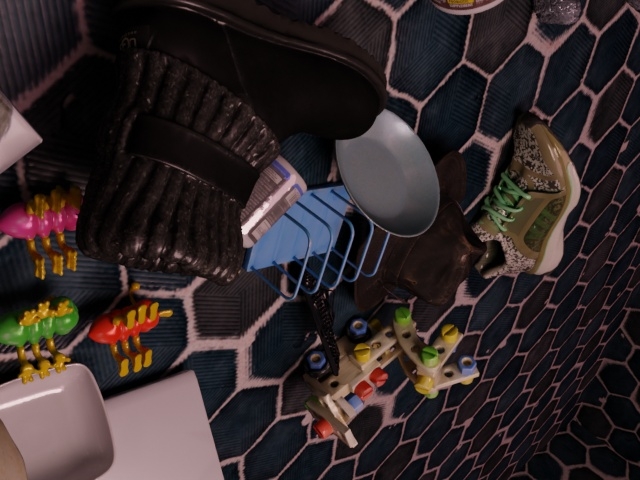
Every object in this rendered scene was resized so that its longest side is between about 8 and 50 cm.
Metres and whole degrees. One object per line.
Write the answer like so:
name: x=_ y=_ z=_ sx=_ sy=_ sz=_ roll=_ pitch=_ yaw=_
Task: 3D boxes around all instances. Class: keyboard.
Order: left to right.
keyboard: x=0.010 y=0.112 z=1.045 sx=0.038 sy=0.100 sz=0.192 roll=-14 pitch=123 yaw=5

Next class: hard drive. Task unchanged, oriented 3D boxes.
hard drive: x=-0.274 y=0.310 z=0.842 sx=0.319 sy=0.040 sz=0.210 roll=-13 pitch=86 yaw=-43

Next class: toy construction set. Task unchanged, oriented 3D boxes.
toy construction set: x=0.095 y=0.236 z=1.160 sx=0.328 sy=0.215 sz=0.151 roll=-24 pitch=137 yaw=-34

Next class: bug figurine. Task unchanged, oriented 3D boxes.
bug figurine: x=-0.233 y=0.020 z=0.706 sx=0.216 sy=0.072 sz=0.278 roll=-15 pitch=127 yaw=-50

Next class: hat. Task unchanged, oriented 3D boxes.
hat: x=0.190 y=0.023 z=1.108 sx=0.331 sy=0.134 sz=0.331 roll=-41 pitch=156 yaw=-23

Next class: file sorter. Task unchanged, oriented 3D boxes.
file sorter: x=0.000 y=0.000 z=0.933 sx=0.170 sy=0.104 sz=0.118 roll=-13 pitch=129 yaw=-43

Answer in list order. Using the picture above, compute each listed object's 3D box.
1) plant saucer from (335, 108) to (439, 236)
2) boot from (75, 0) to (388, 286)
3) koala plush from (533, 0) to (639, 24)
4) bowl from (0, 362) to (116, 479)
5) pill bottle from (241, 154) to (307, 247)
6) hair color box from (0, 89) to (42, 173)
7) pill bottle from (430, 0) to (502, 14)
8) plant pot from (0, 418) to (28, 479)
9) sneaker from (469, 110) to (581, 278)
plant saucer: x=0.085 y=-0.091 z=0.926 sx=0.195 sy=0.194 sz=0.037 roll=-13 pitch=170 yaw=-43
boot: x=-0.068 y=-0.081 z=0.662 sx=0.348 sy=0.131 sz=0.259 roll=10 pitch=78 yaw=-43
koala plush: x=0.463 y=-0.412 z=0.988 sx=0.196 sy=0.221 sz=0.203 roll=-34 pitch=142 yaw=-24
bowl: x=-0.317 y=0.222 z=0.767 sx=0.142 sy=0.142 sz=0.053 roll=-14 pitch=173 yaw=-42
pill bottle: x=-0.089 y=-0.041 z=0.815 sx=0.137 sy=0.078 sz=0.078 roll=-46 pitch=146 yaw=-8
hair color box: x=-0.401 y=-0.031 z=0.430 sx=0.374 sy=0.114 sz=0.185 roll=-43 pitch=146 yaw=-13
pill bottle: x=0.158 y=-0.372 z=0.763 sx=0.117 sy=0.117 sz=0.215 roll=-46 pitch=145 yaw=-9
plant pot: x=-0.330 y=0.149 z=0.339 sx=0.334 sy=0.334 sz=0.305 roll=-45 pitch=158 yaw=-10
sneaker: x=0.376 y=-0.056 z=1.304 sx=0.182 sy=0.158 sz=0.410 roll=-22 pitch=134 yaw=-10
